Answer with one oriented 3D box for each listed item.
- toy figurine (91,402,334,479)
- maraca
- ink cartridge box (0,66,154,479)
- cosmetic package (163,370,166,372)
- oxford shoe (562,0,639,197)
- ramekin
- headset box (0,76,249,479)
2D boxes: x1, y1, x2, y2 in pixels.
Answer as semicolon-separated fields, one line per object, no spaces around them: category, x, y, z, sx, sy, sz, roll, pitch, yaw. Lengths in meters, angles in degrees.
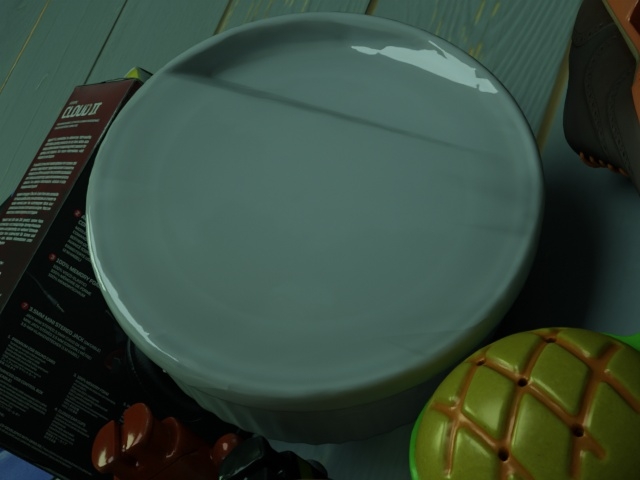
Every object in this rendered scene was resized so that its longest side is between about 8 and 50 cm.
toy figurine;-0.068;0.219;0.872;0.210;0.148;0.213;1;56;49
maraca;0.135;0.094;0.753;0.186;0.099;0.127;-19;46;9
ink cartridge box;-0.227;0.044;1.318;0.304;0.072;0.307;-40;39;25
cosmetic package;-0.010;0.013;1.042;0.060;0.099;0.239;4;61;57
oxford shoe;0.198;-0.063;0.849;0.271;0.097;0.098;-87;22;-51
ramekin;0.000;0.000;0.901;0.273;0.127;0.272;-2;59;3
headset box;-0.129;0.037;1.068;0.110;0.218;0.293;4;64;57
